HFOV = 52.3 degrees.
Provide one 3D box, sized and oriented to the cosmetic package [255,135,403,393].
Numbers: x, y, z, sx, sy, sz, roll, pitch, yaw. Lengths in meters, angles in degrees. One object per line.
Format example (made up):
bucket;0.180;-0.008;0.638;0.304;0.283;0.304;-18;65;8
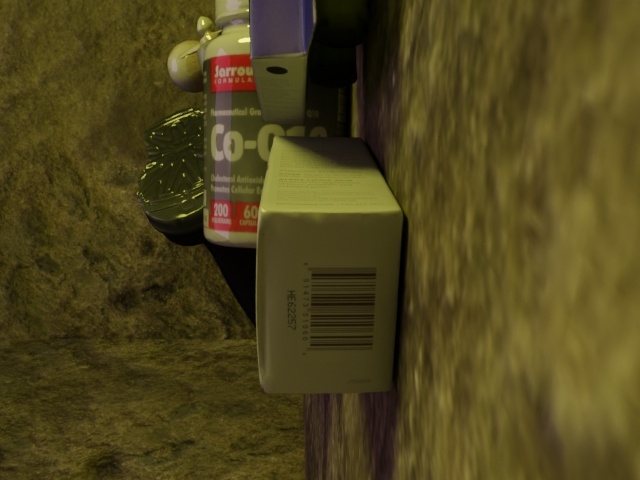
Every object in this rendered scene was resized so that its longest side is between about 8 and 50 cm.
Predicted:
cosmetic package;0.000;0.000;0.468;0.231;0.085;0.117;-102;13;-72

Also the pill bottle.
pill bottle;-0.050;-0.139;0.726;0.161;0.161;0.283;-111;22;-83

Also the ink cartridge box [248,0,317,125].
ink cartridge box;-0.029;-0.210;0.472;0.208;0.045;0.206;124;144;-83

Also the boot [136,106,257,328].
boot;-0.119;0.045;1.032;0.367;0.146;0.445;-112;0;-59

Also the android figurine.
android figurine;0.013;-0.277;0.542;0.248;0.056;0.273;104;166;-80

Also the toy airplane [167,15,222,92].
toy airplane;-0.122;-0.269;1.115;0.386;0.272;0.384;95;174;-57
